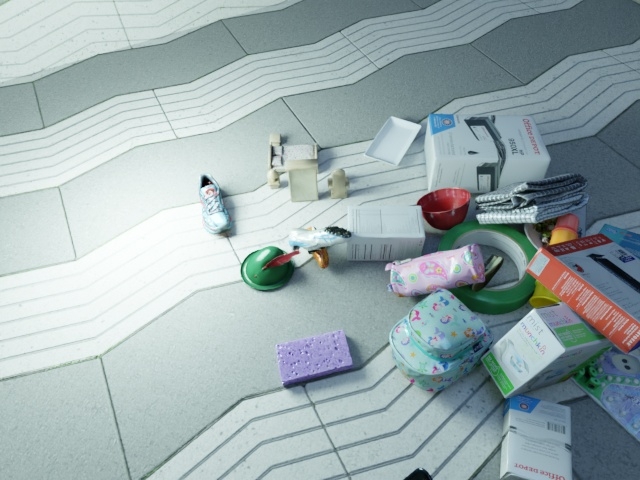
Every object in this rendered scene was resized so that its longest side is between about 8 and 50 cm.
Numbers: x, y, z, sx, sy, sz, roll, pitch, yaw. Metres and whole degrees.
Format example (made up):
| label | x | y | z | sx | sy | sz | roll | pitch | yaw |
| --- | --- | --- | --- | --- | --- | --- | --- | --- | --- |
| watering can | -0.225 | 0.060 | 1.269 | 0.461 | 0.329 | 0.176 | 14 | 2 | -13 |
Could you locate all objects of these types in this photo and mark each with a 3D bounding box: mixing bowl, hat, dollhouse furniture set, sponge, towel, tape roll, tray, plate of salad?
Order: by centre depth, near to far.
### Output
| label | x | y | z | sx | sy | sz | roll | pitch | yaw |
| --- | --- | --- | --- | --- | --- | --- | --- | --- | --- |
| sponge | -0.019 | 0.336 | 1.385 | 0.209 | 0.031 | 0.117 | -12 | 53 | -6 |
| hat | -0.167 | 0.038 | 1.524 | 0.208 | 0.184 | 0.173 | -6 | 52 | -2 |
| towel | 0.665 | -0.135 | 1.527 | 0.283 | 0.235 | 0.122 | -14 | 96 | -26 |
| tape roll | 0.531 | 0.079 | 1.530 | 0.320 | 0.077 | 0.322 | -1 | 53 | 2 |
| plate of salad | 0.759 | -0.018 | 1.553 | 0.199 | 0.048 | 0.200 | 9 | 52 | -11 |
| mixing bowl | 0.426 | -0.098 | 1.638 | 0.181 | 0.098 | 0.181 | -14 | 27 | 7 |
| dollhouse furniture set | -0.053 | -0.337 | 1.815 | 0.302 | 0.174 | 0.356 | -3 | 53 | 0 |
| tray | 0.295 | -0.397 | 1.935 | 0.145 | 0.030 | 0.270 | 22 | 57 | 19 |

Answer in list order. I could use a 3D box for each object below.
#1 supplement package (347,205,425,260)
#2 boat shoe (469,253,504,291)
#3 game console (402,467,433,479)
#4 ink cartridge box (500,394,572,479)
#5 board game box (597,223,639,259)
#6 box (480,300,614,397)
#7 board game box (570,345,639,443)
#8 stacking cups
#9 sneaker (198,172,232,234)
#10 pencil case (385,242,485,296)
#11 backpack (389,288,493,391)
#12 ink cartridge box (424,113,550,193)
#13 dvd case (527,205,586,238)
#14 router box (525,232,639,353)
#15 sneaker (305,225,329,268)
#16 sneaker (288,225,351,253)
| label | x | y | z | sx | sy | sz | roll | pitch | yaw |
| --- | --- | --- | --- | --- | --- | --- | --- | --- | --- |
| supplement package | 0.210 | -0.024 | 1.585 | 0.243 | 0.134 | 0.139 | 1 | 53 | 3 |
| boat shoe | 0.492 | 0.096 | 1.441 | 0.152 | 0.056 | 0.049 | -36 | 48 | -26 |
| game console | 0.183 | 0.691 | 1.014 | 0.250 | 0.173 | 0.293 | -22 | 54 | -14 |
| ink cartridge box | 0.535 | 0.506 | 1.194 | 0.148 | 0.086 | 0.203 | 12 | 54 | 12 |
| board game box | 0.914 | 0.113 | 1.447 | 0.336 | 0.079 | 0.253 | -40 | 45 | -24 |
| box | 0.591 | 0.271 | 1.229 | 0.261 | 0.231 | 0.127 | -1 | 48 | -31 |
| board game box | 0.954 | 0.391 | 1.287 | 0.389 | 0.050 | 0.390 | -30 | 57 | -19 |
| stacking cups | 0.710 | 0.063 | 1.438 | 0.095 | 0.096 | 0.316 | 19 | 62 | 16 |
| sneaker | -0.392 | -0.136 | 1.705 | 0.104 | 0.125 | 0.262 | -19 | 54 | -11 |
| pencil case | 0.341 | 0.092 | 1.426 | 0.283 | 0.124 | 0.124 | -14 | 46 | 32 |
| backpack | 0.322 | 0.277 | 1.324 | 0.253 | 0.191 | 0.225 | -32 | 49 | -11 |
| ink cartridge box | 0.597 | -0.322 | 1.767 | 0.394 | 0.166 | 0.286 | 2 | 47 | 4 |
| dvd case | 0.816 | -0.055 | 1.649 | 0.179 | 0.030 | 0.239 | 15 | 54 | 14 |
| router box | 0.756 | 0.118 | 1.240 | 0.335 | 0.082 | 0.301 | -8 | 42 | -36 |
| sneaker | -0.018 | 0.031 | 1.612 | 0.067 | 0.064 | 0.175 | -29 | 50 | 8 |
| sneaker | 0.000 | 0.000 | 1.529 | 0.237 | 0.086 | 0.085 | -1 | 11 | 36 |
